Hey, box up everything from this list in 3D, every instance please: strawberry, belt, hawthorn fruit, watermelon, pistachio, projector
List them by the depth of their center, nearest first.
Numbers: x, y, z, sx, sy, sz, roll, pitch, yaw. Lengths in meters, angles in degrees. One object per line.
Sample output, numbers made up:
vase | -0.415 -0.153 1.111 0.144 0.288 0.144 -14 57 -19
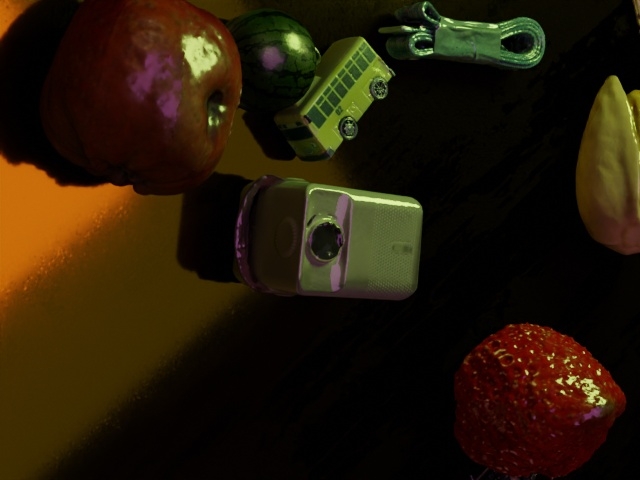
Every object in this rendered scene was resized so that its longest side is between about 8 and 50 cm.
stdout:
hawthorn fruit | -0.219 -0.185 1.431 0.258 0.258 0.262 12 56 -34
watermelon | -0.062 -0.245 1.586 0.187 0.140 0.141 -7 98 -39
projector | 0.000 0.000 1.628 0.242 0.177 0.163 7 89 -33
belt | 0.226 -0.316 1.816 0.302 0.072 0.087 -1 99 -36
strawberry | 0.352 0.255 1.832 0.257 0.277 0.257 -1 91 -35
pistachio | 0.530 -0.125 1.988 0.187 0.187 0.299 7 85 -34

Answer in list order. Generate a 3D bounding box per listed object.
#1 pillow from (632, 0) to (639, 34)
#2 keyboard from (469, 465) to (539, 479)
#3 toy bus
pillow | 0.582 -0.493 2.052 0.135 0.049 0.248 -31 115 -27
keyboard | 0.280 0.427 1.946 0.317 0.027 0.106 -41 116 -23
toy bus | 0.016 -0.203 1.674 0.101 0.088 0.175 48 66 -26
